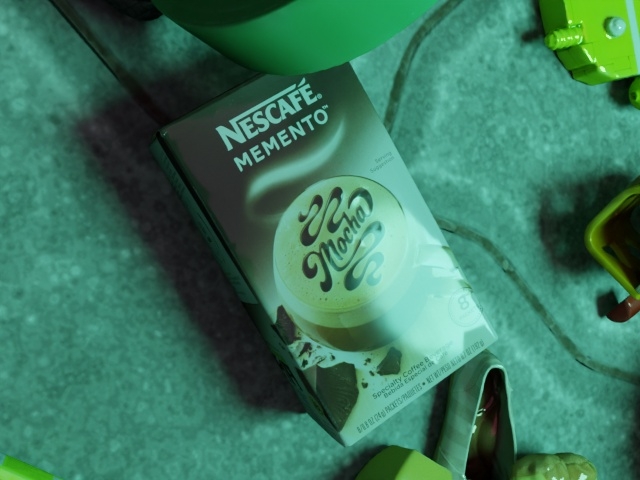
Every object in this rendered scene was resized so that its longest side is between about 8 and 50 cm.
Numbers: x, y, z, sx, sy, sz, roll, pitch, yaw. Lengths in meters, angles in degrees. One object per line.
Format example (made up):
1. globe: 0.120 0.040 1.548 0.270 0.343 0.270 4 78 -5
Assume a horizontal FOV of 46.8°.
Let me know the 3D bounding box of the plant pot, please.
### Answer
1. plant pot: 0.079 0.242 0.698 0.081 0.081 0.083 35 71 -15

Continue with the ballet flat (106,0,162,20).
1. ballet flat: -0.201 -0.247 0.616 0.173 0.049 0.057 31 81 -15

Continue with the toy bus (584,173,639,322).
1. toy bus: 0.355 -0.020 0.762 0.191 0.202 0.104 -37 71 -7

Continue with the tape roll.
1. tape roll: -0.001 -0.283 0.544 0.077 0.321 0.321 25 82 -48

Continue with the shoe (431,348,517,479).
1. shoe: 0.152 0.217 0.729 0.076 0.058 0.219 5 89 -17

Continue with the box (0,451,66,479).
1. box: -0.273 0.274 0.604 0.109 0.042 0.178 30 82 -15

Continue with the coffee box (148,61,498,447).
1. coffee box: 0.000 0.000 0.646 0.168 0.119 0.297 -33 100 -14

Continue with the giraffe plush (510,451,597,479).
1. giraffe plush: 0.252 0.320 0.676 0.181 0.170 0.210 18 89 -43

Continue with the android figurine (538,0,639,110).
1. android figurine: 0.344 -0.262 0.786 0.273 0.056 0.248 -12 95 -19
